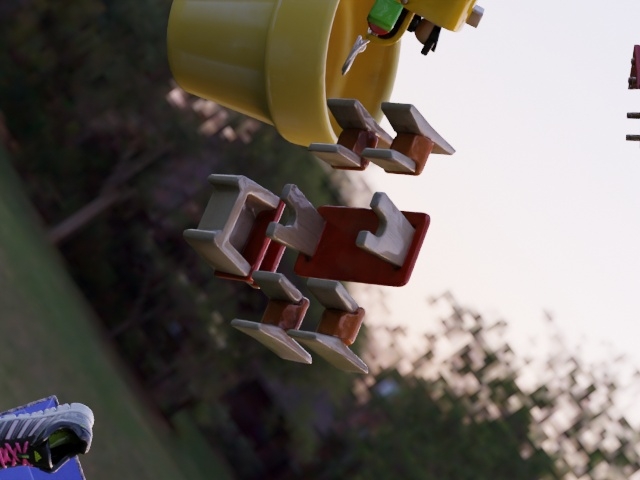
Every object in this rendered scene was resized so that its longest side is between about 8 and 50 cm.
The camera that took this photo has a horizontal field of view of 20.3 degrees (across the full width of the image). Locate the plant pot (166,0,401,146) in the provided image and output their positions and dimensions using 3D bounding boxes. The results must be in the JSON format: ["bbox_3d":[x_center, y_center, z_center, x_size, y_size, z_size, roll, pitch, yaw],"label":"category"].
[{"bbox_3d":[-0.052,-0.249,2.252,0.239,0.254,0.254,9,-27,23],"label":"plant pot"}]

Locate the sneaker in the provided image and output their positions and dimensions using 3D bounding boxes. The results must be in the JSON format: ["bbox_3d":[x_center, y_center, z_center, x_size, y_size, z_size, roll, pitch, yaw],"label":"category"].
[{"bbox_3d":[-0.349,0.247,2.142,0.075,0.170,0.063,-128,-154,-60],"label":"sneaker"}]

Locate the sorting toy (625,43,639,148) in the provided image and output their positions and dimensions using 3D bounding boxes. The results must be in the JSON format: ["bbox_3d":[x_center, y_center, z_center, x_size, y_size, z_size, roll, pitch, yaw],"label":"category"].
[{"bbox_3d":[0.358,-0.155,1.916,0.274,0.046,0.132,-101,-167,-86],"label":"sorting toy"}]

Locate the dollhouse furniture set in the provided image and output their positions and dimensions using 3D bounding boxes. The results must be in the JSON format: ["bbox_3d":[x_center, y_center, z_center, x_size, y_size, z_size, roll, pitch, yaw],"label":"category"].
[{"bbox_3d":[0.000,0.000,1.845,0.259,0.262,0.135,7,-23,41],"label":"dollhouse furniture set"}]

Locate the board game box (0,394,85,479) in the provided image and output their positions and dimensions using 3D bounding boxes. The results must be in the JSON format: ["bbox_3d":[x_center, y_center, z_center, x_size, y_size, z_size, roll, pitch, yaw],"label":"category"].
[{"bbox_3d":[-0.445,0.381,2.674,0.232,0.141,0.291,70,-21,7],"label":"board game box"}]

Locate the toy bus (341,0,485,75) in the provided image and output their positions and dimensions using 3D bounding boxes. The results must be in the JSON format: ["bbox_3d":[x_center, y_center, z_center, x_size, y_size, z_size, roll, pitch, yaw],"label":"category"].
[{"bbox_3d":[0.121,-0.257,1.835,0.104,0.191,0.202,28,-22,-1],"label":"toy bus"}]
